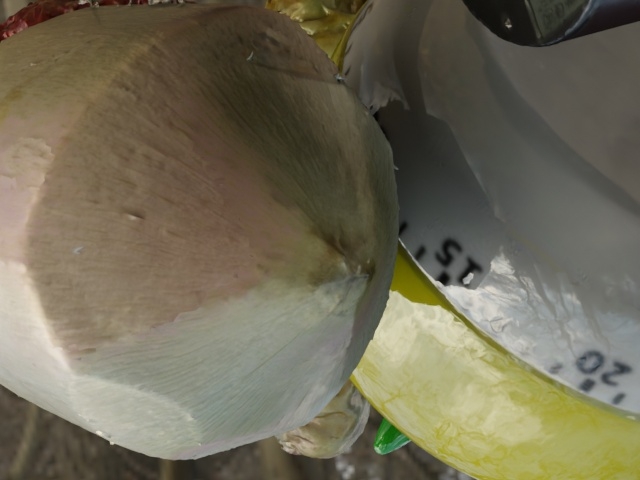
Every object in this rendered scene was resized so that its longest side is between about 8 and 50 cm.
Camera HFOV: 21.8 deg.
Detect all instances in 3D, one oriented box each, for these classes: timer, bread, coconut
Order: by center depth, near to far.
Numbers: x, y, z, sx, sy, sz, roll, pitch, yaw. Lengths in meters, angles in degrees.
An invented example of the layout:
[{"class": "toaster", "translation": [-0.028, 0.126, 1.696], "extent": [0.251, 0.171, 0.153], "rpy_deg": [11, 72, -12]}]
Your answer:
[{"class": "coconut", "translation": [-0.049, -0.008, 0.599], "extent": [0.183, 0.171, 0.171], "rpy_deg": [7, -164, 44]}, {"class": "timer", "translation": [0.099, 0.011, 0.761], "extent": [0.285, 0.285, 0.285], "rpy_deg": [-8, -173, 1]}, {"class": "bread", "translation": [0.000, -0.001, 1.021], "extent": [0.084, 0.367, 0.077], "rpy_deg": [10, -139, 7]}]

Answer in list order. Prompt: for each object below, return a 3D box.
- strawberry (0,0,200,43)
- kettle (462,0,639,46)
[{"class": "strawberry", "translation": [-0.153, -0.065, 1.306], "extent": [0.261, 0.258, 0.261], "rpy_deg": [-2, 154, -1]}, {"class": "kettle", "translation": [0.149, -0.179, 0.554], "extent": [0.232, 0.202, 0.144], "rpy_deg": [-15, 168, -19]}]
